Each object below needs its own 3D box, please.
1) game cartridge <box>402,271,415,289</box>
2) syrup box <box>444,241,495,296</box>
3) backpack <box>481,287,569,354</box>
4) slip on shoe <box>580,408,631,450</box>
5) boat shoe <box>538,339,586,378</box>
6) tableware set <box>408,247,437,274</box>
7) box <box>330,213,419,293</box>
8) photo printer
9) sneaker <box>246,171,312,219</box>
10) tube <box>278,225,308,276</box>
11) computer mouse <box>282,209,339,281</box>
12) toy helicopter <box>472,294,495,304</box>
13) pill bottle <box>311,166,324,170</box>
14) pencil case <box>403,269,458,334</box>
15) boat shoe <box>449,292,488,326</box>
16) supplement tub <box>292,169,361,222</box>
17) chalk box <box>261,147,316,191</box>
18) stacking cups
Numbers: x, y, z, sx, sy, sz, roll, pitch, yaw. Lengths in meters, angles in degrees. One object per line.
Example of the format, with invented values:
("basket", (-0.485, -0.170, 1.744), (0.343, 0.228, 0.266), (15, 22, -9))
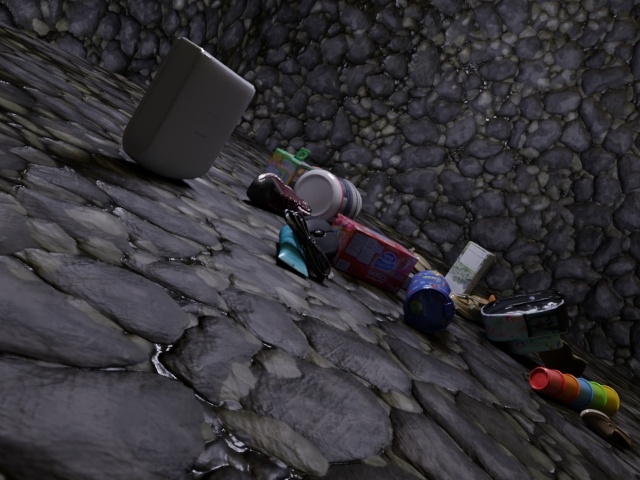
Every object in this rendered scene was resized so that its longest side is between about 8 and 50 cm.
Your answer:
("game cartridge", (0.280, 0.114, 1.784), (0.294, 0.060, 0.196), (23, 17, -39))
("syrup box", (0.553, 0.129, 1.976), (0.093, 0.236, 0.096), (38, 13, 30))
("backpack", (0.667, 0.267, 1.713), (0.254, 0.191, 0.225), (-7, 4, 13))
("slip on shoe", (0.727, 0.483, 1.317), (0.135, 0.051, 0.041), (38, 22, 5))
("boat shoe", (0.841, 0.410, 1.857), (0.302, 0.109, 0.098), (31, 3, -35))
("tableware set", (0.343, 0.091, 1.835), (0.128, 0.039, 0.194), (45, 18, 10))
("box", (0.138, 0.041, 1.494), (0.257, 0.128, 0.122), (24, 12, -33))
("photo printer", (-0.316, -0.290, 1.240), (0.107, 0.307, 0.256), (36, 8, 21))
("sneaker", (-0.107, -0.123, 1.648), (0.162, 0.106, 0.281), (38, 11, 20))
("tube", (-0.068, 0.021, 1.219), (0.080, 0.052, 0.207), (29, 15, -15))
("computer mouse", (0.000, 0.000, 1.296), (0.188, 0.072, 0.272), (61, 8, 4))
("toy helicopter", (0.752, 0.302, 2.163), (0.235, 0.140, 0.355), (15, 6, -30))
("pill bottle", (-0.005, -0.213, 2.228), (0.161, 0.161, 0.283), (27, 10, -21))
("pencil case", (0.294, 0.157, 1.393), (0.133, 0.119, 0.306), (3, 6, 11))
("boat shoe", (0.559, 0.240, 1.875), (0.285, 0.089, 0.104), (25, 12, -29))
("supplement tub", (0.031, -0.150, 1.934), (0.191, 0.191, 0.272), (35, 10, 22))
("chalk box", (-0.116, -0.255, 1.945), (0.132, 0.213, 0.132), (36, 11, 27))
("stacking cups", (0.703, 0.422, 1.435), (0.316, 0.096, 0.096), (22, 13, -31))
